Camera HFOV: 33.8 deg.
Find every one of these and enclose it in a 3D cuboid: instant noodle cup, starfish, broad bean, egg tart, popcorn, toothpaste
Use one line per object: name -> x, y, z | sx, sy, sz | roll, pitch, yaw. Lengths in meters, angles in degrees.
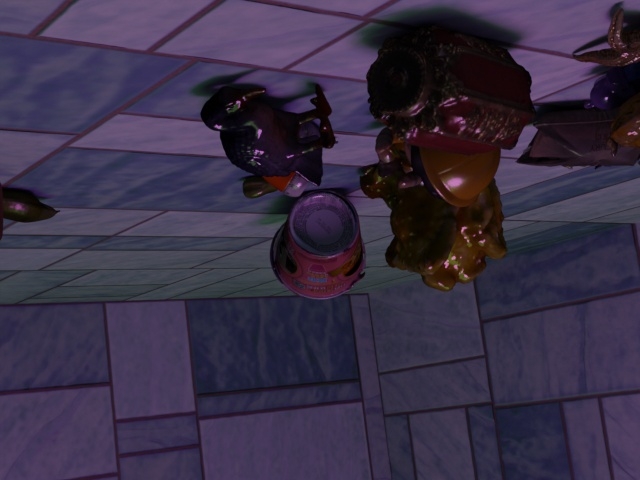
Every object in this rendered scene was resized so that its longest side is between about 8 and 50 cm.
instant noodle cup -> 0.000, 0.000, 2.469 | 0.244, 0.244, 0.255 | -6, 164, -5
starfish -> 0.491, -0.302, 1.533 | 0.236, 0.062, 0.277 | -8, 168, -31
broad bean -> -0.630, -0.072, 2.012 | 0.075, 0.067, 0.325 | -46, 150, 24
egg tart -> 0.590, -0.206, 1.684 | 0.297, 0.132, 0.297 | -35, 168, -8
popcorn -> 0.262, -0.055, 2.194 | 0.290, 0.325, 0.321 | -6, -145, -25
broad bean -> -0.121, -0.113, 2.187 | 0.083, 0.045, 0.063 | -11, 175, -29
toothpaste -> -0.008, -0.186, 1.879 | 0.045, 0.028, 0.170 | -15, 171, 13

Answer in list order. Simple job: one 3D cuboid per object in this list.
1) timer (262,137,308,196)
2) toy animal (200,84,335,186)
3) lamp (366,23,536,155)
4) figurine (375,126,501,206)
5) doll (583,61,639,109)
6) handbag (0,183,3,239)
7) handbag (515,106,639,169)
timer -> -0.066, -0.141, 1.860 | 0.136, 0.099, 0.136 | 27, -169, -5
toy animal -> -0.069, -0.169, 1.666 | 0.185, 0.122, 0.298 | -13, 163, 9
lamp -> 0.188, -0.209, 1.498 | 0.177, 0.177, 0.274 | -15, 166, 39
figurine -> 0.198, -0.160, 1.801 | 0.192, 0.167, 0.257 | 37, 173, -31
doll -> 0.517, -0.265, 1.701 | 0.206, 0.067, 0.110 | -27, 155, 30
handbag -> -0.645, -0.052, 1.834 | 0.072, 0.151, 0.193 | -14, 169, 28
handbag -> 0.509, -0.191, 1.970 | 0.270, 0.117, 0.182 | -6, 157, -6
